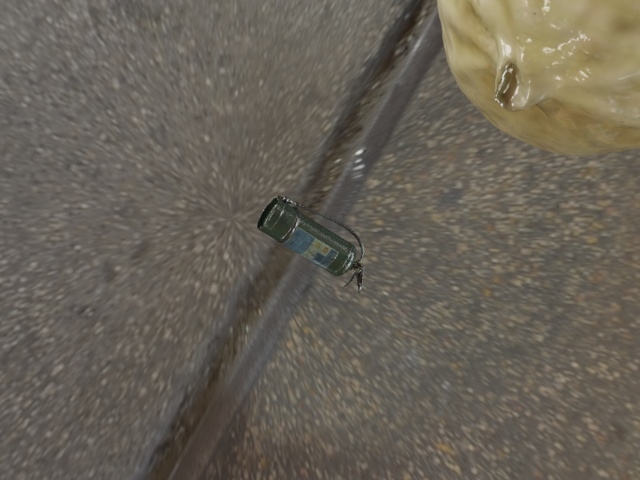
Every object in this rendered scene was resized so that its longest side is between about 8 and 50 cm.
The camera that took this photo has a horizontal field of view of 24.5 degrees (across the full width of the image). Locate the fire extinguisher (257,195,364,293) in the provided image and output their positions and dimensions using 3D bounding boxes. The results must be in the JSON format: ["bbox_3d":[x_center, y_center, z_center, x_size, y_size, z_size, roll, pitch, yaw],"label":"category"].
[{"bbox_3d":[0.000,0.000,0.978,0.083,0.025,0.038,33,77,-18],"label":"fire extinguisher"}]

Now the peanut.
[{"bbox_3d":[0.116,-0.102,0.633,0.129,0.224,0.129,2,100,13],"label":"peanut"}]
